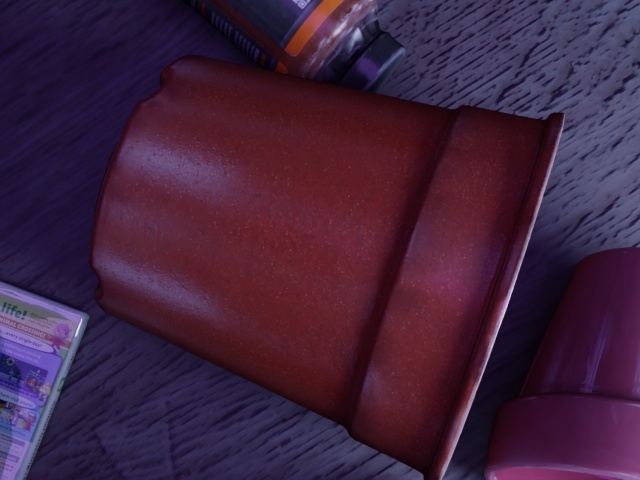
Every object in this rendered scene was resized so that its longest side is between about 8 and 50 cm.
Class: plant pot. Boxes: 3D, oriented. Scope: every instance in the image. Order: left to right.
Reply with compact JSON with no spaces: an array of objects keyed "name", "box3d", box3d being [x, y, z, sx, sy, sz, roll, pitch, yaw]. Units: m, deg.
[{"name":"plant pot","box3d":[0.000,0.000,0.679,0.265,0.272,0.272,19,84,8]},{"name":"plant pot","box3d":[0.236,0.112,0.704,0.201,0.201,0.180,17,69,0]}]

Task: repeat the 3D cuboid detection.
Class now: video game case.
[{"name":"video game case","box3d":[-0.320,0.113,0.768,0.212,0.023,0.193,20,84,2]}]

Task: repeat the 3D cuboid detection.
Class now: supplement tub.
[{"name":"supplement tub","box3d":[-0.028,-0.189,0.764,0.198,0.106,0.106,42,85,3]}]
